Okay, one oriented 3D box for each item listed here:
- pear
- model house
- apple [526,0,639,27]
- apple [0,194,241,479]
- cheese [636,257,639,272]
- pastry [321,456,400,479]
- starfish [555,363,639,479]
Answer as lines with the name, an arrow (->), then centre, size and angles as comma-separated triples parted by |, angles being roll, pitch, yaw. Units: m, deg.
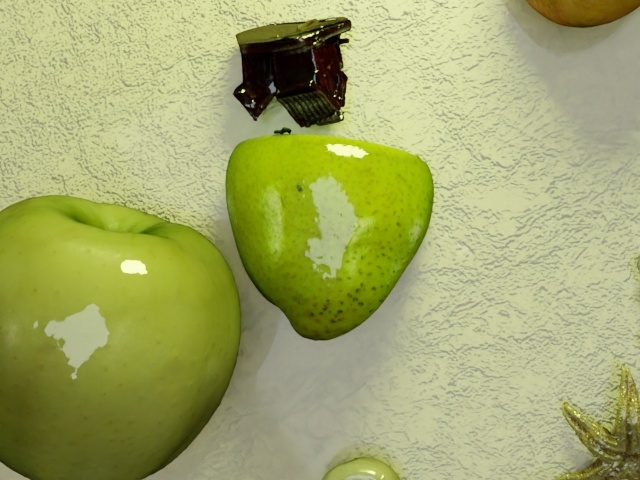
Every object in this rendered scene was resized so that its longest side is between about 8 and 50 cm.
pear -> 0.000, 0.000, 1.576 | 0.342, 0.238, 0.318 | 6, 85, 7
model house -> -0.047, -0.272, 1.639 | 0.203, 0.141, 0.164 | 2, 116, 28
apple -> 0.417, -0.484, 1.481 | 0.275, 0.299, 0.299 | -33, 88, -20
apple -> -0.354, 0.155, 1.531 | 0.473, 0.473, 0.474 | 0, 93, 7
cheese -> 0.585, 0.153, 1.586 | 0.163, 0.082, 0.286 | -28, 86, 7
pastry -> 0.069, 0.439, 1.657 | 0.156, 0.092, 0.156 | 0, 89, 8
starfish -> 0.492, 0.343, 1.610 | 0.235, 0.062, 0.277 | -13, 103, 21
